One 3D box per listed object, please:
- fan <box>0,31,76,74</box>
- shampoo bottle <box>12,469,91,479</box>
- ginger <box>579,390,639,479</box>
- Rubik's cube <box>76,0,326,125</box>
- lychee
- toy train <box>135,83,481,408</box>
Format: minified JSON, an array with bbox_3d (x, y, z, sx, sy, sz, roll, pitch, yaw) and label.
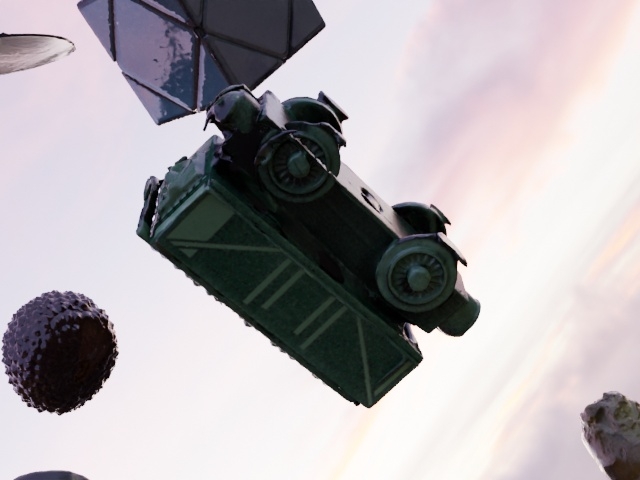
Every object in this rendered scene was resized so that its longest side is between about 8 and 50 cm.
[{"bbox_3d":[-0.268,-0.131,0.747,0.113,0.175,0.005,-8,-94,-66],"label":"fan"},{"bbox_3d":[-0.319,0.411,1.023,0.350,0.126,0.084,-84,-23,-43],"label":"shampoo bottle"},{"bbox_3d":[0.440,0.299,1.253,0.109,0.263,0.116,7,-64,-52],"label":"ginger"},{"bbox_3d":[-0.156,-0.303,1.330,0.207,0.205,0.205,-46,-65,-37],"label":"Rubik's cube"},{"bbox_3d":[-0.411,0.164,1.533,0.188,0.188,0.188,-46,-24,-27],"label":"lychee"},{"bbox_3d":[0.000,0.000,0.751,0.154,0.269,0.115,-42,23,19],"label":"toy train"}]
